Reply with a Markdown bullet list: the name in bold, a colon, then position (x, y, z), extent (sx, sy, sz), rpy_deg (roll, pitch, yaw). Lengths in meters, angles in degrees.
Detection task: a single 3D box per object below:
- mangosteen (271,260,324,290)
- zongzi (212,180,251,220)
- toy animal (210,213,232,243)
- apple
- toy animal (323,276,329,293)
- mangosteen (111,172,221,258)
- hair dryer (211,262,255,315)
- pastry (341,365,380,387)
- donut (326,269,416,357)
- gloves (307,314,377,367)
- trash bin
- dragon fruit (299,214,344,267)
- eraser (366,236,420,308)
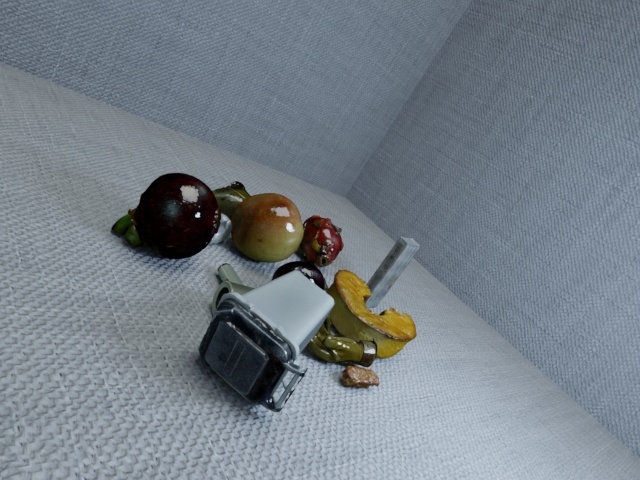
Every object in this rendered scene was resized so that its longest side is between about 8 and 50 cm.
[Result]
- **mangosteen**: position (-0.087, 0.202, 1.770), extent (0.211, 0.211, 0.250), rpy_deg (22, 51, -34)
- **zongzi**: position (-0.439, -0.138, 2.210), extent (0.317, 0.154, 0.289), rpy_deg (-19, 54, -45)
- **toy animal**: position (-0.510, -0.102, 1.926), extent (0.282, 0.140, 0.138), rpy_deg (36, 8, -3)
- **apple**: position (-0.243, -0.057, 1.990), extent (0.277, 0.319, 0.319), rpy_deg (-1, 33, -30)
- **toy animal**: position (-0.019, 0.220, 2.030), extent (0.217, 0.073, 0.176), rpy_deg (20, 26, -50)
- **mangosteen**: position (-0.533, -0.091, 1.591), extent (0.359, 0.306, 0.306), rpy_deg (9, 20, -7)
- **hair dryer**: position (-0.298, 0.169, 1.599), extent (0.203, 0.128, 0.362), rpy_deg (21, 12, -36)
- **pastry**: position (0.135, 0.481, 1.584), extent (0.169, 0.063, 0.087), rpy_deg (25, 26, -42)
- **donut**: position (0.185, 0.329, 1.940), extent (0.435, 0.163, 0.377), rpy_deg (40, 19, 15)
- **gloves**: position (0.053, 0.363, 1.621), extent (0.331, 0.141, 0.154), rpy_deg (27, 33, -25)
- **trash bin**: position (-0.117, 0.262, 1.295), extent (0.296, 0.256, 0.367), rpy_deg (35, 29, 14)
- **dragon fruit**: position (0.001, 0.002, 2.372), extent (0.250, 0.250, 0.315), rpy_deg (26, 9, -23)
- **eraser**: position (0.337, 0.163, 2.265), extent (0.082, 0.397, 0.213), rpy_deg (42, 18, 27)
